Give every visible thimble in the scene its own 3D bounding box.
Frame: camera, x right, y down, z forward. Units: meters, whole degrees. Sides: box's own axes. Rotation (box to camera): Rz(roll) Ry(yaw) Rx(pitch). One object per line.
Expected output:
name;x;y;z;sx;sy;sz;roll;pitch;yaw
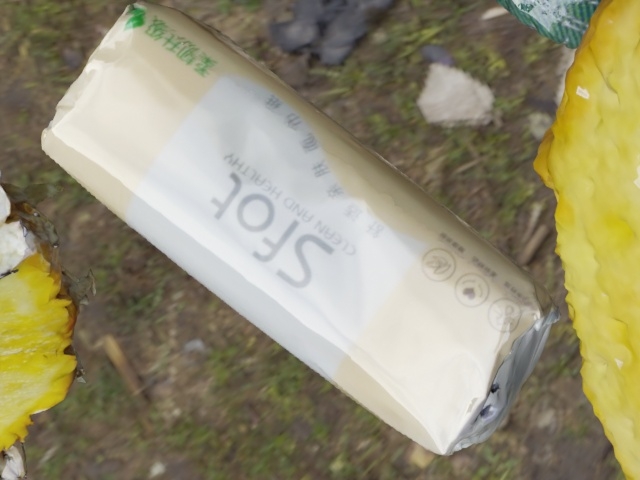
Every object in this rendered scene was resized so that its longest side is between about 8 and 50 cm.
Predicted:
thimble;0.208;-0.239;1.480;0.090;0.118;0.135;-54;49;26

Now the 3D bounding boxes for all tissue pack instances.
tissue pack;0.000;0.000;0.740;0.222;0.186;0.090;39;92;8

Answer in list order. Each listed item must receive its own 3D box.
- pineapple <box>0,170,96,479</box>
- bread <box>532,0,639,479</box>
pineapple;-0.306;0.059;1.101;0.344;0.286;0.209;-22;59;1
bread;0.150;-0.046;0.436;0.147;0.160;0.260;54;153;8
